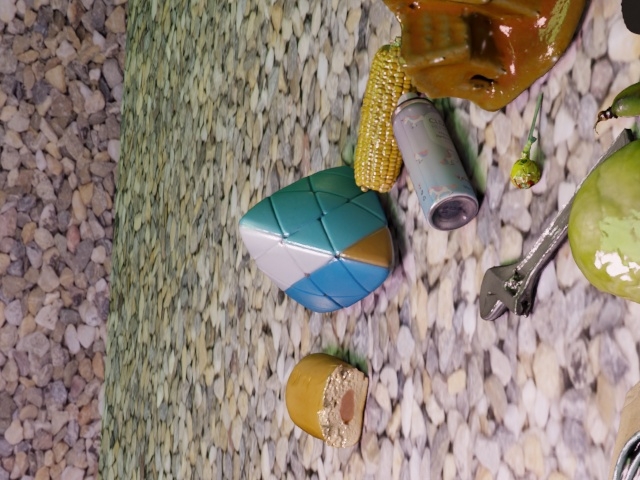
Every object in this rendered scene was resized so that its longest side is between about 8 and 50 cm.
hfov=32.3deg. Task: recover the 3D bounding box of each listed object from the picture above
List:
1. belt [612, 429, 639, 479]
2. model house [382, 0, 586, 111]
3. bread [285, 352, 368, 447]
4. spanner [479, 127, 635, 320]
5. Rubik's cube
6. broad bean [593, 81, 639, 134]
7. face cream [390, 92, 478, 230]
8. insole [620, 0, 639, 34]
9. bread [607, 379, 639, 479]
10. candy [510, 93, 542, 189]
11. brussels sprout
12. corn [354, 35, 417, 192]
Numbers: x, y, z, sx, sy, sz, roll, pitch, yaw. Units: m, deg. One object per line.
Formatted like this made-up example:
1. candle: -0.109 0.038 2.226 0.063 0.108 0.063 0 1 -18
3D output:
1. belt: 0.344 0.260 0.911 0.206 0.116 0.268 -5 88 45
2. model house: 0.177 -0.293 1.325 0.173 0.239 0.268 39 118 60
3. bread: 0.003 0.248 1.741 0.173 0.085 0.134 3 86 65
4. spanner: 0.274 -0.007 1.300 0.325 0.026 0.093 -59 33 39
5. Rubik's cube: 0.000 0.000 1.664 0.254 0.254 0.255 -173 90 -65
6. broad bean: 0.362 -0.132 1.123 0.227 0.039 0.069 20 96 66
7. face cream: 0.150 -0.119 1.532 0.075 0.075 0.229 -61 34 39
8. insole: 0.414 -0.324 1.097 0.348 0.009 0.119 134 138 -52
9. bread: 0.345 0.216 1.086 0.077 0.105 0.152 -50 9 51
10. candy: 0.260 -0.122 1.361 0.035 0.035 0.123 0 74 55
11. brussels sprout: 0.320 -0.010 1.085 0.145 0.131 0.183 -25 58 37
12. corn: 0.099 -0.187 1.657 0.080 0.080 0.238 -155 73 -64
